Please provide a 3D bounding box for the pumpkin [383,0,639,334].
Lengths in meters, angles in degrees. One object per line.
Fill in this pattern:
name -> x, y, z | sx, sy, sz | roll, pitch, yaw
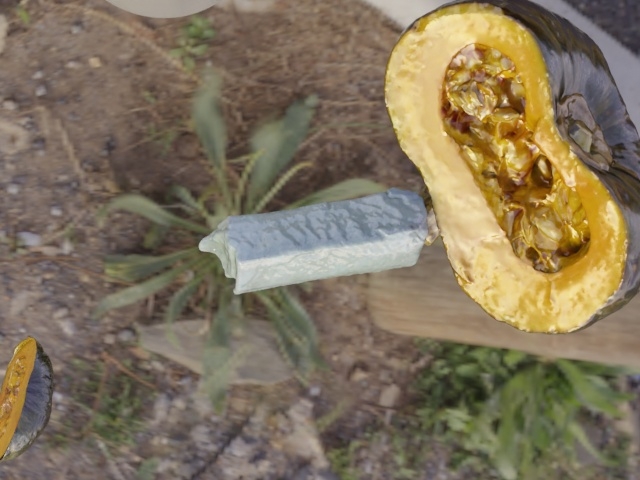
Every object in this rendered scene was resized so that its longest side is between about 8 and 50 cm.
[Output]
pumpkin -> 0.170, -0.066, 1.225 | 0.139, 0.222, 0.317 | -34, 98, -54

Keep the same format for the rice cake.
rice cake -> 0.000, 0.000, 1.200 | 0.207, 0.069, 0.063 | -8, 59, -19

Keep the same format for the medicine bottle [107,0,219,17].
medicine bottle -> -0.143, -0.352, 1.237 | 0.208, 0.340, 0.208 | 1, 82, -9

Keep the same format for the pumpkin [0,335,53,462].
pumpkin -> -0.183, 0.102, 0.836 | 0.028, 0.050, 0.083 | 20, 68, -30
